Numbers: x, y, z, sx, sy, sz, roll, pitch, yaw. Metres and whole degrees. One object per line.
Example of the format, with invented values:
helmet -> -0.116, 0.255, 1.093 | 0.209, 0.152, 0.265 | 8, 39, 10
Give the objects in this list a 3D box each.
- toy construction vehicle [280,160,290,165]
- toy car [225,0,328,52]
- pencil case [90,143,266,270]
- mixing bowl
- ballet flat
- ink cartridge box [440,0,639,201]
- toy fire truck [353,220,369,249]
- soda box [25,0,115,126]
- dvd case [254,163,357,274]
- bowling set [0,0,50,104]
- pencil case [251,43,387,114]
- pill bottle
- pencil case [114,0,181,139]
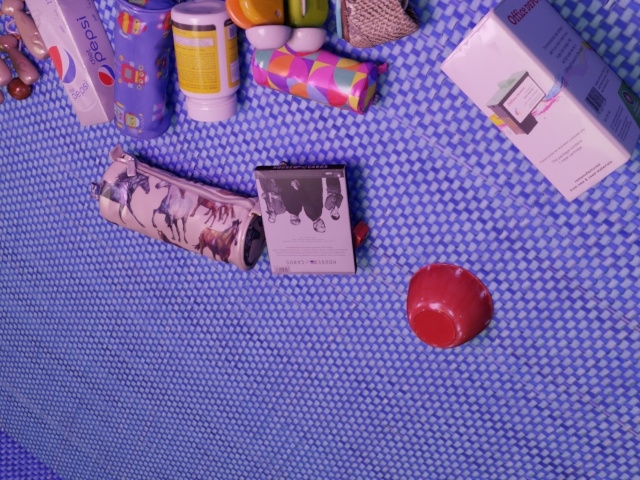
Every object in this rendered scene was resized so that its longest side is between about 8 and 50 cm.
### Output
toy construction vehicle -> -0.060, -0.100, 1.506 | 0.098, 0.086, 0.035 | 34, 149, -11
toy car -> -0.077, -0.401, 1.268 | 0.136, 0.182, 0.159 | 5, 101, 53
pencil case -> -0.292, -0.069, 1.612 | 0.410, 0.160, 0.183 | 18, 142, 21
mixing bowl -> 0.241, 0.146, 1.469 | 0.181, 0.098, 0.181 | 15, 125, 22
ballet flat -> 0.079, -0.532, 1.116 | 0.182, 0.164, 0.482 | -6, 123, 10
ink cartridge box -> 0.336, -0.227, 1.101 | 0.278, 0.201, 0.117 | 46, 131, -2
toy fire truck -> 0.000, 0.000, 1.554 | 0.135, 0.047, 0.192 | 41, 132, 0
soda box -> -0.505, -0.393, 1.573 | 0.091, 0.098, 0.286 | -3, 118, 33
dvd case -> -0.026, -0.037, 1.464 | 0.179, 0.029, 0.238 | 0, 122, 13
bowling set -> -0.740, -0.395, 1.670 | 0.154, 0.287, 0.200 | 54, 164, -1
pencil case -> -0.005, -0.299, 1.335 | 0.236, 0.104, 0.104 | 19, 127, 17
pill bottle -> -0.215, -0.341, 1.416 | 0.119, 0.119, 0.208 | 15, 125, 23
pencil case -> -0.350, -0.356, 1.484 | 0.119, 0.133, 0.306 | 18, 129, 5
